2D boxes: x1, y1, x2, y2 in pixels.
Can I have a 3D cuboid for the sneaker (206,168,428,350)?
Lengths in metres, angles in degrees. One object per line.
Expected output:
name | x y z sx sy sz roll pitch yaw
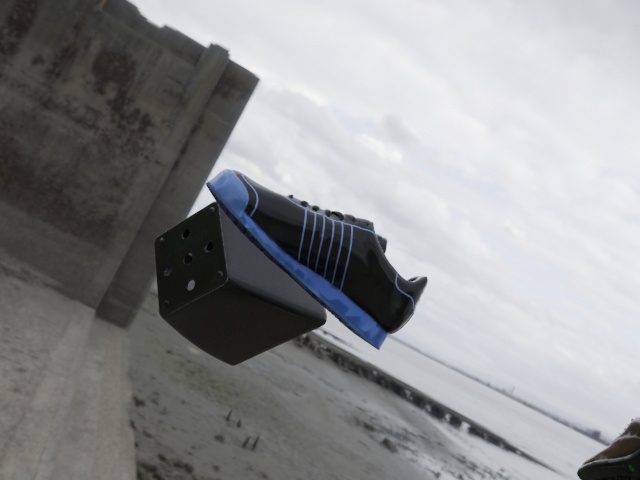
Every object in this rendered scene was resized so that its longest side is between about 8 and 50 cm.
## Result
sneaker | 0.000 0.000 0.614 0.232 0.090 0.081 43 -8 -9

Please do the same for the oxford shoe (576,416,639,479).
oxford shoe | 0.508 0.339 1.023 0.083 0.096 0.227 35 -45 -5

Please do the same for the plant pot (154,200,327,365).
plant pot | -0.126 0.048 0.900 0.188 0.187 0.167 -27 -32 26
